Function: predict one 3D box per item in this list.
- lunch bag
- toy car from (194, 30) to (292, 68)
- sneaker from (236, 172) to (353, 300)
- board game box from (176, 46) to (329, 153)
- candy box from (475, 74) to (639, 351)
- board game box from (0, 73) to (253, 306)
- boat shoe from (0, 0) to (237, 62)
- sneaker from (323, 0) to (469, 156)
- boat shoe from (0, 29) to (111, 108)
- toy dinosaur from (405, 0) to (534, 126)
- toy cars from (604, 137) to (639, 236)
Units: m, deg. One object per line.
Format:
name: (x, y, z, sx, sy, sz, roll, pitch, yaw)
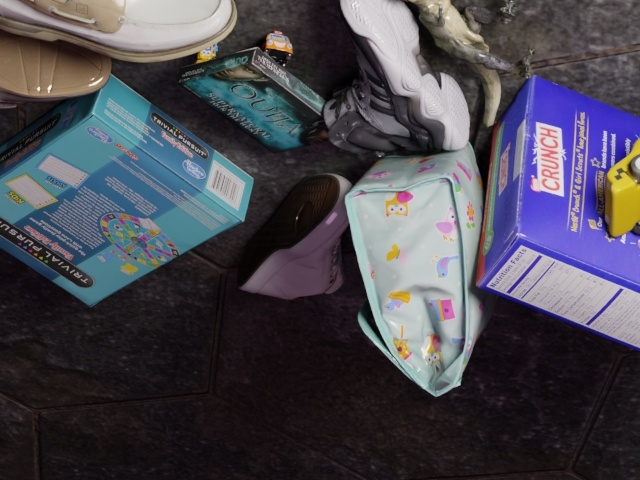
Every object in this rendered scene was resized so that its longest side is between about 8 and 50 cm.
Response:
lunch bag: (0.131, 0.034, 2.000, 0.160, 0.223, 0.262, -9, 103, 15)
toy car: (-0.090, -0.231, 1.976, 0.122, 0.041, 0.060, 6, 162, 6)
sneaker: (0.000, 0.000, 2.206, 0.123, 0.106, 0.290, 19, 152, -19)
board game box: (-0.066, -0.167, 2.021, 0.126, 0.026, 0.186, -10, 149, 39)
candy box: (0.352, -0.017, 1.938, 0.317, 0.268, 0.122, 22, 138, -11)
board game box: (-0.295, -0.060, 2.219, 0.253, 0.079, 0.336, 37, 136, -28)
boat shoe: (-0.248, -0.281, 1.900, 0.302, 0.113, 0.103, 5, 147, 10)
sneaker: (0.056, -0.184, 1.944, 0.153, 0.101, 0.268, -15, 137, 27)
boat shoe: (-0.396, -0.211, 2.050, 0.285, 0.103, 0.092, -2, 166, 0)
toy dinosaur: (0.178, -0.227, 1.895, 0.118, 0.064, 0.268, -3, 142, 38)
toy cars: (0.444, -0.161, 1.800, 0.176, 0.087, 0.394, 19, 119, -46)
